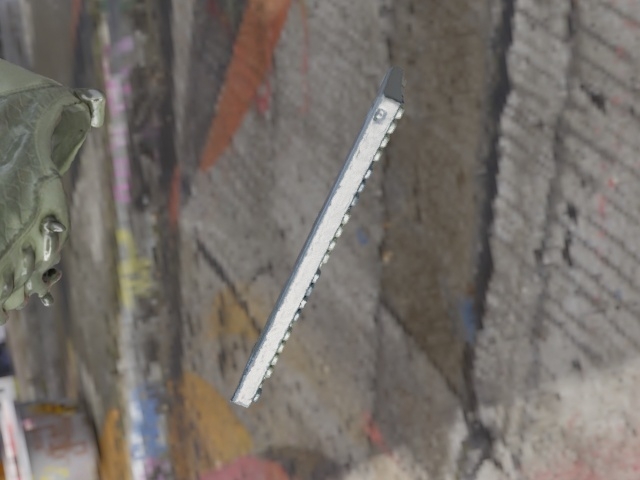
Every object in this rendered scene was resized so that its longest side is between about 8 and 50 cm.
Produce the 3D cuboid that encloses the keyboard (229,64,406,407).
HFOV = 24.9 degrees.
[{"bbox_3d":[-0.001,-0.001,0.703,0.055,0.014,0.176,-77,13,-67],"label":"keyboard"}]

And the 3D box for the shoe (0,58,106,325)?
[{"bbox_3d":[-0.169,0.004,0.697,0.103,0.098,0.275,101,175,-47],"label":"shoe"}]
